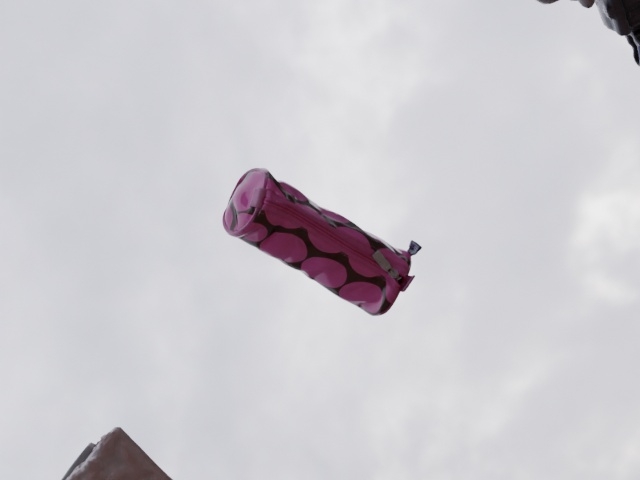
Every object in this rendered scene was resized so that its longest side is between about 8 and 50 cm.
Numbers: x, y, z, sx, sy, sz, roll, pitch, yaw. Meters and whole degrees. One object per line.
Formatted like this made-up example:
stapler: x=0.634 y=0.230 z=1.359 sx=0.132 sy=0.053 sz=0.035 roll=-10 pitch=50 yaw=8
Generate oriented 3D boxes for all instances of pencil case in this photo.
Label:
pencil case: x=0.000 y=0.000 z=1.576 sx=0.209 sy=0.098 sz=0.095 roll=28 pitch=-92 yaw=-17

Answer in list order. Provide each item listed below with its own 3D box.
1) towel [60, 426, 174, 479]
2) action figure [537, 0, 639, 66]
towel: x=-0.171 y=0.384 z=1.275 sx=0.053 sy=0.317 sz=0.332 roll=-29 pitch=18 yaw=50
action figure: x=0.210 y=-0.283 z=1.451 sx=0.179 sy=0.330 sz=0.341 roll=-33 pitch=-61 yaw=-7
